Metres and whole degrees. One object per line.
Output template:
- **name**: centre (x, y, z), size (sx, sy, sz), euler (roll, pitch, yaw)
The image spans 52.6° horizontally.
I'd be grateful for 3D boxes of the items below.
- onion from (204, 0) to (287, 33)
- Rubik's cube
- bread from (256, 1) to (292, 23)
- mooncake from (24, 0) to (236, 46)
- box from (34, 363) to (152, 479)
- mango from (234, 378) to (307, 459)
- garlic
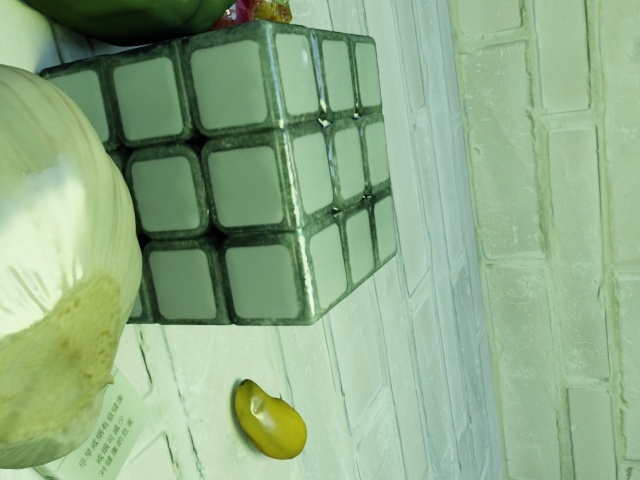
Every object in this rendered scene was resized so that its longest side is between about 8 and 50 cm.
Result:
- **onion**: centre (-0.116, -0.354, 0.969), size (0.150, 0.140, 0.150), euler (2, 90, -81)
- **Rubik's cube**: centre (-0.099, -0.082, 0.787), size (0.305, 0.300, 0.304), euler (-31, 116, -61)
- **bread**: centre (-0.113, -0.445, 1.057), size (0.105, 0.075, 0.233), euler (-67, 153, -21)
- **mooncake**: centre (-0.212, -0.400, 0.710), size (0.356, 0.194, 0.357), euler (12, 76, -63)
- **box**: centre (-0.277, 0.169, 0.694), size (0.245, 0.035, 0.139), euler (65, 34, -38)
- **mango**: centre (-0.079, 0.299, 1.055), size (0.098, 0.075, 0.190), euler (-91, 156, -43)
- **garlic**: centre (-0.276, 0.033, 0.470), size (0.317, 0.259, 0.317), euler (-43, 157, -23)
